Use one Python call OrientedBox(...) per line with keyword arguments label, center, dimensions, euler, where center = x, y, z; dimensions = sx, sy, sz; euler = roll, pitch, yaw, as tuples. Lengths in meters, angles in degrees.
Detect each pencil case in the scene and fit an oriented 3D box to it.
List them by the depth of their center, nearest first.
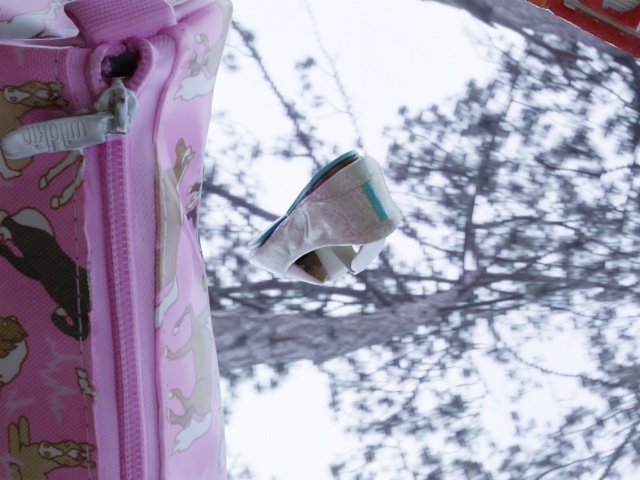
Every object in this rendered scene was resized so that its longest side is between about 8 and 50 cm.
OrientedBox(label="pencil case", center=(-0.112, 0.068, 0.692), dimensions=(0.160, 0.167, 0.386), euler=(4, -76, 19))

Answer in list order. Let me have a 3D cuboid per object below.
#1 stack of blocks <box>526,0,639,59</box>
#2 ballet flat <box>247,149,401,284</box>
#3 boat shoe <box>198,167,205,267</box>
OrientedBox(label="stack of blocks", center=(0.099, -0.169, 0.471), dimensions=(0.297, 0.087, 0.171), euler=(32, -47, 18))
OrientedBox(label="ballet flat", center=(0.000, 0.000, 0.774), dimensions=(0.057, 0.168, 0.052), euler=(-35, -92, -18))
OrientedBox(label="boat shoe", center=(-0.092, -0.039, 0.829), dimensions=(0.049, 0.056, 0.152), euler=(-9, -63, 19))
